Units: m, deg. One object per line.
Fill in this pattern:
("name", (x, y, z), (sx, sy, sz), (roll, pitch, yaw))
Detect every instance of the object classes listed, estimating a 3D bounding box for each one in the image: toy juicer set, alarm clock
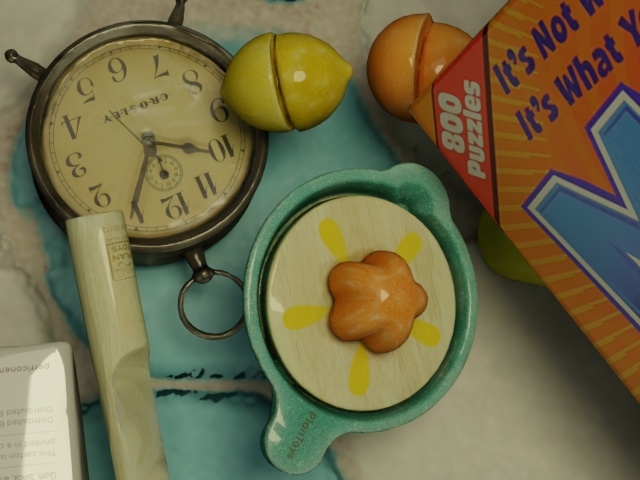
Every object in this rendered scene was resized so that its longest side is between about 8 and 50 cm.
("toy juicer set", (0.000, 0.000, 0.702), (0.329, 0.089, 0.209), (-34, 101, -24))
("alarm clock", (-0.088, -0.034, 0.759), (0.129, 0.064, 0.192), (-21, 79, -13))

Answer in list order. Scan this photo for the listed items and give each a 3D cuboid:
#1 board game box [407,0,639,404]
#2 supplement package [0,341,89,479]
("board game box", (0.339, -0.080, 0.637), (0.356, 0.356, 0.356), (-34, 84, -34))
("supplement package", (-0.186, 0.209, 0.628), (0.175, 0.177, 0.293), (-4, 78, -10))
